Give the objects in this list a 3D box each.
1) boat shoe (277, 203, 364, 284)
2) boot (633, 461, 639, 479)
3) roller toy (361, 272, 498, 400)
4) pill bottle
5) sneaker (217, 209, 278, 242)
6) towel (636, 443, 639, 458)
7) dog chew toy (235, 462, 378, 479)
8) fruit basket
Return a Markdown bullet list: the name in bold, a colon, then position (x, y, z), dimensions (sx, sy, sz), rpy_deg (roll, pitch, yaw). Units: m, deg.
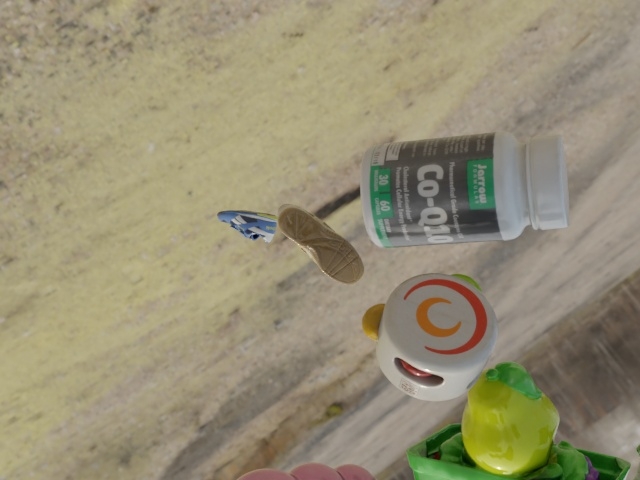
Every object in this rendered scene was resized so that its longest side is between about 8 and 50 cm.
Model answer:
- **boat shoe**: position (0.000, 0.000, 1.408), dimensions (0.063, 0.170, 0.059), rpy_deg (-43, -155, 6)
- **boot**: position (0.684, 0.445, 1.657), dimensions (0.258, 0.095, 0.123), rpy_deg (4, -127, 52)
- **roller toy**: position (0.190, 0.167, 1.565), dimensions (0.209, 0.191, 0.146), rpy_deg (-11, 147, -14)
- **pill bottle**: position (0.271, -0.096, 1.729), dimensions (0.361, 0.204, 0.204), rpy_deg (-5, 173, 18)
- **sneaker**: position (-0.154, -0.032, 1.906), dimensions (0.053, 0.144, 0.059), rpy_deg (-6, 104, -58)
- **towel**: position (0.569, 0.390, 1.528), dimensions (0.023, 0.152, 0.113), rpy_deg (-28, 177, 34)
- **dog chew toy**: position (-0.027, 0.521, 1.777), dimensions (0.332, 0.206, 0.206), rpy_deg (-9, 153, -29)
- **fruit basket**: position (0.356, 0.382, 1.695), dimensions (0.392, 0.392, 0.283), rpy_deg (-44, 161, 27)
